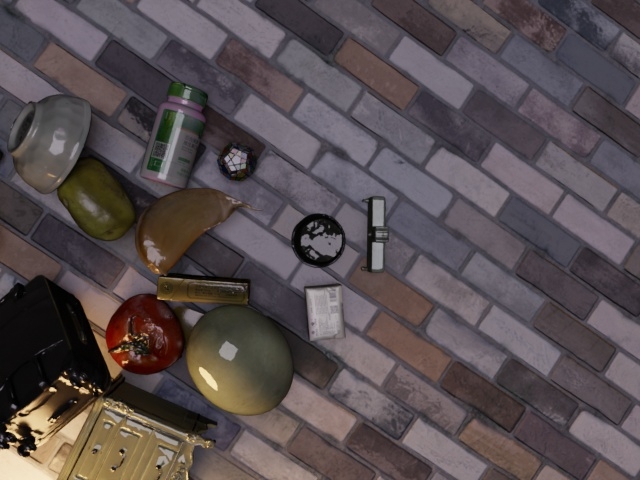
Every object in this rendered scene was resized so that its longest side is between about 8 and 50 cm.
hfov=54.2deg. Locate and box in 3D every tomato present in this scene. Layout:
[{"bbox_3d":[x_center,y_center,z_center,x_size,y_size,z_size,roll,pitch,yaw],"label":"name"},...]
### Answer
[{"bbox_3d":[-0.482,0.262,1.687,0.228,0.101,0.227,1,98,8],"label":"tomato"}]

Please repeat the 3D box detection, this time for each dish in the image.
[{"bbox_3d":[-0.712,-0.266,1.605,0.120,0.303,0.302,26,87,-43],"label":"dish"}]

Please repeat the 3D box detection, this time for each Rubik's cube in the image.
[{"bbox_3d":[-0.231,-0.218,1.738,0.111,0.093,0.111,0,88,-5],"label":"Rubik's cube"}]

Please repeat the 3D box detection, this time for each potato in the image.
[{"bbox_3d":[-0.598,-0.108,1.663,0.149,0.197,0.228,-32,111,26],"label":"potato"}]

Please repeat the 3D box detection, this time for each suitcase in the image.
[{"bbox_3d":[-0.697,0.295,1.564,0.283,0.194,0.434,-41,50,-4],"label":"suitcase"}]

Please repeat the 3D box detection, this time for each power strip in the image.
[{"bbox_3d":[0.154,-0.017,1.744,0.061,0.145,0.215,0,89,-6],"label":"power strip"}]

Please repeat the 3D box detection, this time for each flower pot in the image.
[{"bbox_3d":[0.000,0.000,1.752,0.158,0.107,0.157,0,90,-7],"label":"flower pot"}]

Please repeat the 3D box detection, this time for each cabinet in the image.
[{"bbox_3d":[-0.474,0.566,1.650,0.318,0.227,0.289,26,86,-5],"label":"cabinet"}]

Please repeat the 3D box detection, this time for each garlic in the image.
[{"bbox_3d":[-0.347,-0.043,1.697,0.338,0.151,0.196,-36,66,-23],"label":"garlic"}]

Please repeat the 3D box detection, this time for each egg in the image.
[{"bbox_3d":[-0.206,0.316,1.635,0.259,0.258,0.352,-26,133,-4],"label":"egg"}]

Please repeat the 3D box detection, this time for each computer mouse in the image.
[{"bbox_3d":[-0.331,0.251,1.741,0.199,0.045,0.102,22,95,-11],"label":"computer mouse"}]

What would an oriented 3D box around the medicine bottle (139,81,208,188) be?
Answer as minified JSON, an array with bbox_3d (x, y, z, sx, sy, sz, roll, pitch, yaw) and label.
[{"bbox_3d":[-0.394,-0.286,1.706,0.134,0.133,0.274,15,89,-5],"label":"medicine bottle"}]

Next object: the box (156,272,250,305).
[{"bbox_3d":[-0.311,0.131,1.699,0.240,0.159,0.071,5,92,-6],"label":"box"}]

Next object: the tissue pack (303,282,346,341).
[{"bbox_3d":[0.012,0.199,1.754,0.106,0.099,0.148,-4,90,-3],"label":"tissue pack"}]

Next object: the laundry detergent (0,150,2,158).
[{"bbox_3d":[-0.962,-0.186,1.695,0.097,0.061,0.206,39,88,-12],"label":"laundry detergent"}]
